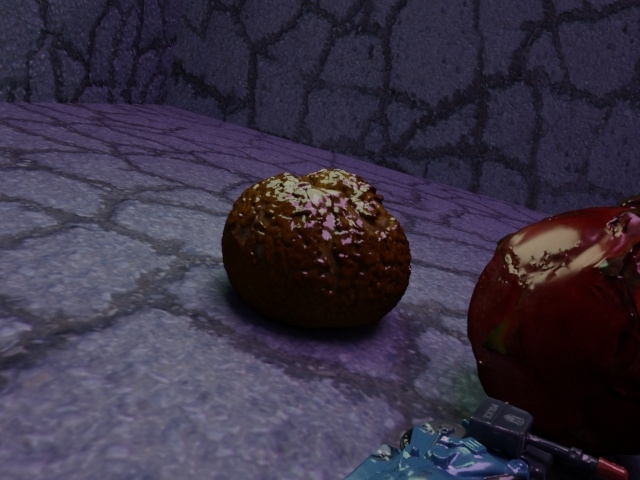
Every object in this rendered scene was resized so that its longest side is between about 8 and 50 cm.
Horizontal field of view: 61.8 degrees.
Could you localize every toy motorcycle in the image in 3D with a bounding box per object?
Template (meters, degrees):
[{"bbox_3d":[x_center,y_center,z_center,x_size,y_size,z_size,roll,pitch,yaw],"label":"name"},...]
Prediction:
[{"bbox_3d":[0.106,0.203,0.380,0.182,0.123,0.272,13,13,31],"label":"toy motorcycle"}]

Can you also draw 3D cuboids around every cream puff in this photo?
[{"bbox_3d":[0.000,0.000,0.805,0.303,0.212,0.303,13,21,-5],"label":"cream puff"}]

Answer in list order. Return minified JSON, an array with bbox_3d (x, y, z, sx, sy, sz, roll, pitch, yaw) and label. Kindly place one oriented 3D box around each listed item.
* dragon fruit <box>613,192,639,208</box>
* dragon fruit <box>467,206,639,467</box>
[{"bbox_3d":[0.532,0.084,0.856,0.329,0.329,0.329,14,16,-4],"label":"dragon fruit"},{"bbox_3d":[0.322,0.099,0.623,0.296,0.295,0.301,15,-12,-3],"label":"dragon fruit"}]
